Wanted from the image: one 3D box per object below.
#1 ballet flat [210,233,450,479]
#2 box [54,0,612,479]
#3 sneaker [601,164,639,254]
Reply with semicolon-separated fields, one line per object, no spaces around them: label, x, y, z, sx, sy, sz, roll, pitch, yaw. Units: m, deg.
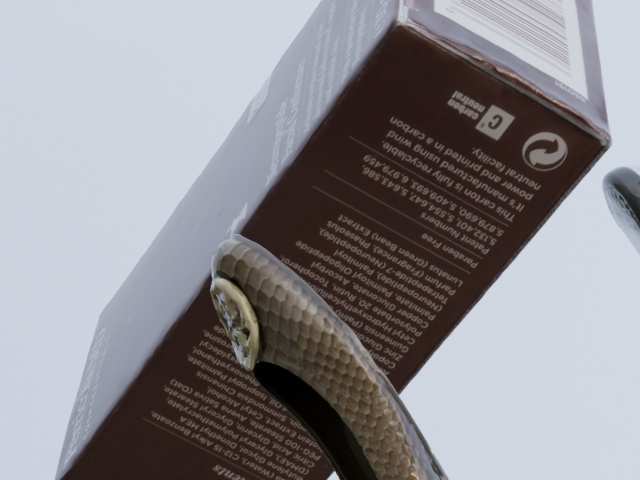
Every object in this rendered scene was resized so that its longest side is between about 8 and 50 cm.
ballet flat;0.021;0.107;0.864;0.250;0.058;0.084;53;-12;2
box;0.000;0.000;1.102;0.143;0.191;0.381;28;-60;-14
sneaker;0.323;0.008;1.350;0.270;0.145;0.090;48;2;-24
